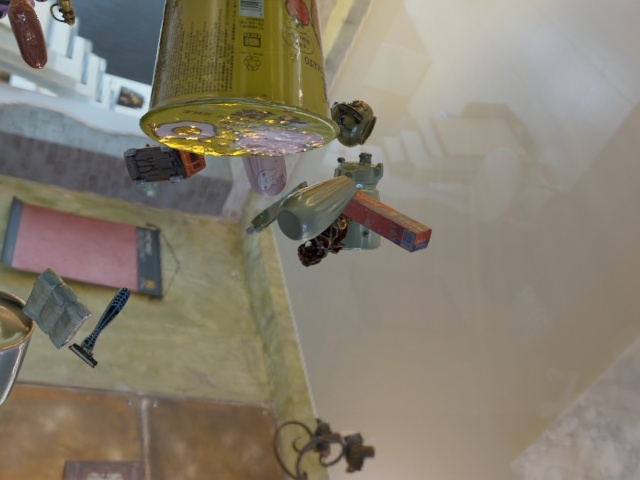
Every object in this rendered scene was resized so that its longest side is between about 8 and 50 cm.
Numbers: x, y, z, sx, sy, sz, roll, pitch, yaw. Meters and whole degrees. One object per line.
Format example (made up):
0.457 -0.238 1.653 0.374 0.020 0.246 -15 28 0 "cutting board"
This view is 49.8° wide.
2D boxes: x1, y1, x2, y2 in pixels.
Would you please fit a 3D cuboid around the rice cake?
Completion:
-0.483 0.127 1.261 0.038 0.124 0.211 -45 -170 -36 "rice cake"

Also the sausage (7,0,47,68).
-0.725 -0.514 1.714 0.194 0.077 0.077 94 -10 -52 "sausage"

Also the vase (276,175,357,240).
-0.001 -0.096 1.826 0.128 0.248 0.128 27 -46 31 "vase"

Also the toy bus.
-0.595 -0.301 2.608 0.329 0.153 0.143 -1 -67 38 "toy bus"

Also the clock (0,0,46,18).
-0.909 -0.763 1.981 0.248 0.227 0.090 -20 -141 21 "clock"

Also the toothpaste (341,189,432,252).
0.176 -0.065 2.025 0.320 0.076 0.066 32 -58 36 "toothpaste"

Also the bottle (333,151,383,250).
0.116 -0.148 2.526 0.229 0.229 0.351 -156 -115 -65 "bottle"

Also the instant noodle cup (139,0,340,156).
-0.130 -0.295 1.134 0.325 0.326 0.254 -14 -105 63 "instant noodle cup"

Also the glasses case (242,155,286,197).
-0.155 -0.255 1.751 0.075 0.113 0.296 1 -69 36 "glasses case"

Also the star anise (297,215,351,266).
0.000 0.000 2.242 0.126 0.220 0.190 23 -79 25 "star anise"

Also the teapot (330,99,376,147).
0.096 -0.439 2.492 0.173 0.183 0.269 -60 169 -4 "teapot"

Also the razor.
-0.557 0.211 1.768 0.042 0.082 0.253 -29 -155 35 "razor"

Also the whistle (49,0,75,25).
-0.673 -0.602 1.804 0.046 0.057 0.109 58 -26 18 "whistle"

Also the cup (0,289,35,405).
-0.949 0.277 1.785 0.274 0.357 0.259 -64 177 24 "cup"

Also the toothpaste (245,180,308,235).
-0.132 -0.093 2.123 0.248 0.047 0.078 -37 -147 13 "toothpaste"
